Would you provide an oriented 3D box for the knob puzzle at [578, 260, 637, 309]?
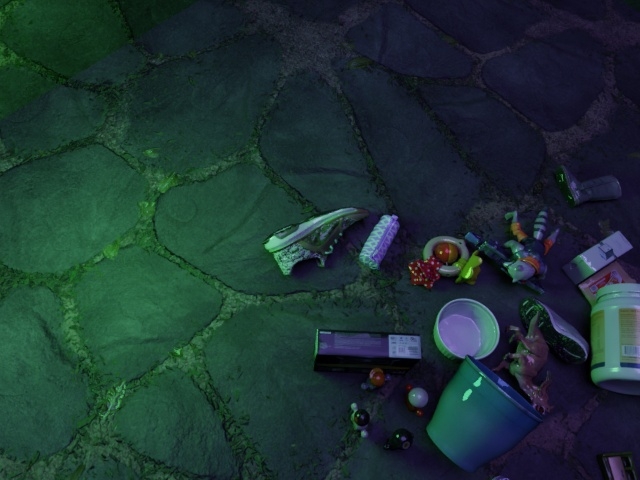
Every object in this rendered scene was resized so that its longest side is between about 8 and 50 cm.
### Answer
[{"bbox_3d":[1.044,0.198,1.850,0.213,0.030,0.213,0,78,0],"label":"knob puzzle"}]

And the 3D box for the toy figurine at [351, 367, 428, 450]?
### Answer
[{"bbox_3d":[0.205,0.518,1.582,0.210,0.148,0.213,27,66,9],"label":"toy figurine"}]

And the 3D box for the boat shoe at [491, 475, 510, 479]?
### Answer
[{"bbox_3d":[0.504,0.777,1.521,0.066,0.063,0.184,42,69,15],"label":"boat shoe"}]

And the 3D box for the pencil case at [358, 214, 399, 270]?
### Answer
[{"bbox_3d":[0.212,0.005,1.864,0.086,0.088,0.206,26,65,7],"label":"pencil case"}]

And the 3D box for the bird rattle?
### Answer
[{"bbox_3d":[0.442,0.077,1.851,0.254,0.143,0.207,-2,52,10],"label":"bird rattle"}]

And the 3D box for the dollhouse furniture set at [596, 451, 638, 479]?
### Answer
[{"bbox_3d":[0.823,0.702,1.502,0.302,0.197,0.151,-2,66,-5],"label":"dollhouse furniture set"}]

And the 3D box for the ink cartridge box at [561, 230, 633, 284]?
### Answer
[{"bbox_3d":[0.987,0.063,1.853,0.191,0.139,0.082,-29,71,-15],"label":"ink cartridge box"}]

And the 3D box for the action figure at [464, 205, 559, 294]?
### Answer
[{"bbox_3d":[0.703,0.009,1.834,0.341,0.178,0.330,32,48,-3],"label":"action figure"}]

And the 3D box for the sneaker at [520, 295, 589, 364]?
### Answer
[{"bbox_3d":[0.795,0.300,1.764,0.108,0.100,0.271,-11,52,-45],"label":"sneaker"}]

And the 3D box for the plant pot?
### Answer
[{"bbox_3d":[0.458,0.523,1.525,0.272,0.272,0.255,41,96,15],"label":"plant pot"}]

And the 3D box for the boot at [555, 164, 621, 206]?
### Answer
[{"bbox_3d":[1.054,-0.230,2.036,0.209,0.076,0.189,-17,81,-4],"label":"boot"}]

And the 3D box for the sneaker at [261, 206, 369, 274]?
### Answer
[{"bbox_3d":[0.000,0.000,1.855,0.410,0.158,0.182,-22,99,-15],"label":"sneaker"}]

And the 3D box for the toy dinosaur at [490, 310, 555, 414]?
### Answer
[{"bbox_3d":[0.681,0.386,1.665,0.200,0.127,0.295,22,81,6],"label":"toy dinosaur"}]

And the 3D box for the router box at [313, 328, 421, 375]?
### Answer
[{"bbox_3d":[0.135,0.351,1.606,0.309,0.243,0.081,3,64,-2],"label":"router box"}]

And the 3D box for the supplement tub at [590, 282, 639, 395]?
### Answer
[{"bbox_3d":[1.003,0.319,1.678,0.228,0.228,0.316,13,66,3],"label":"supplement tub"}]

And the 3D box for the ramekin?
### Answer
[{"bbox_3d":[0.476,0.307,1.722,0.207,0.109,0.207,1,64,-2],"label":"ramekin"}]
